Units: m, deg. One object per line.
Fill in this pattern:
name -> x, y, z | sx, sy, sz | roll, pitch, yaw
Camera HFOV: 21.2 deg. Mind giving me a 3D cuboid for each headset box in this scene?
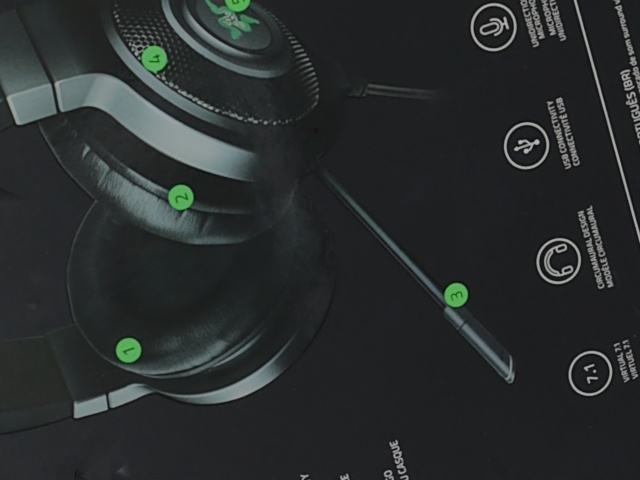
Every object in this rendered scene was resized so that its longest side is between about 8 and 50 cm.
headset box -> 0.000, 0.000, 0.511 | 0.283, 0.246, 0.131 | -20, -170, -8
